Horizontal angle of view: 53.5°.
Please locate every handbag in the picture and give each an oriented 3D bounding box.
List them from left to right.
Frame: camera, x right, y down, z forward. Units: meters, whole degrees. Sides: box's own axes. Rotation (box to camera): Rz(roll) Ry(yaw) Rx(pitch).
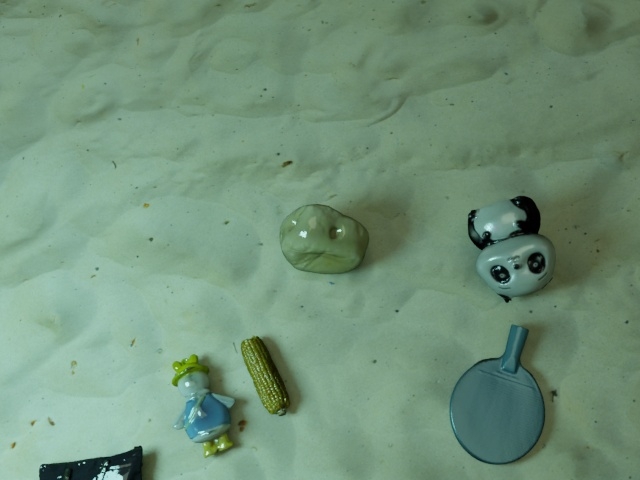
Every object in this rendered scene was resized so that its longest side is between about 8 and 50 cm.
[{"bbox_3d":[-0.513,0.589,1.433,0.255,0.088,0.210,-10,70,4],"label":"handbag"}]

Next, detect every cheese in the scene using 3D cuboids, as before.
[{"bbox_3d":[0.000,0.000,1.571,0.235,0.218,0.117,-5,60,26],"label":"cheese"}]

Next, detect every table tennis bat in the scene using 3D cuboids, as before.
[{"bbox_3d":[0.425,0.357,1.489,0.215,0.044,0.328,18,73,12],"label":"table tennis bat"}]

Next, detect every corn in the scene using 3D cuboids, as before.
[{"bbox_3d":[-0.133,0.324,1.523,0.068,0.068,0.207,-25,70,-6],"label":"corn"}]

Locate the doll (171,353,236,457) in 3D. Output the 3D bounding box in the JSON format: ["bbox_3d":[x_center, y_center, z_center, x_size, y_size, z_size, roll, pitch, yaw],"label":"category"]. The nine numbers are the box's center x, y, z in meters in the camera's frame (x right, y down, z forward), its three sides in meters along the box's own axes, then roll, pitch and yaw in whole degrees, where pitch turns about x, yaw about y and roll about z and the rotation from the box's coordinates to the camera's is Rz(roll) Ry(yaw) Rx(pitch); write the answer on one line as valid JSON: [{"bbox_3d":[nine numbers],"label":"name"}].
[{"bbox_3d":[-0.281,0.382,1.494,0.135,0.099,0.240,-33,67,15],"label":"doll"}]

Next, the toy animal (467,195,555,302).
[{"bbox_3d":[0.468,0.022,1.550,0.187,0.165,0.234,-19,66,20],"label":"toy animal"}]
